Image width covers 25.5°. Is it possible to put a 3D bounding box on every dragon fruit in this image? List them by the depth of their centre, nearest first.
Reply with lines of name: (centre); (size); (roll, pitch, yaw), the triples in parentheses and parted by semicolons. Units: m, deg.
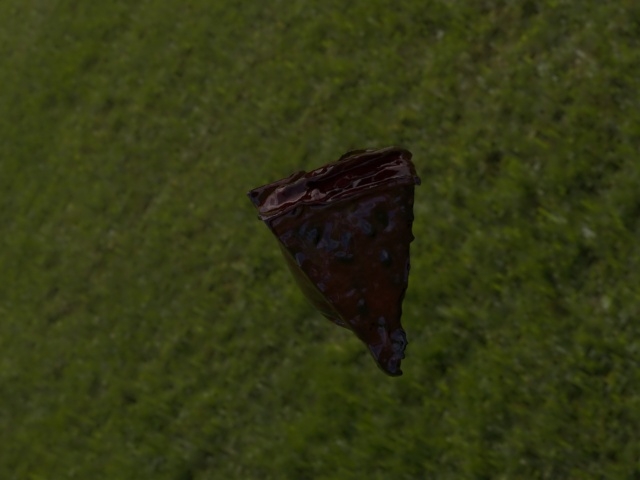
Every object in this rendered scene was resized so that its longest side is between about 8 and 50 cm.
dragon fruit: (-0.003, 0.000, 0.614); (0.131, 0.063, 0.097); (-133, 44, -74)
